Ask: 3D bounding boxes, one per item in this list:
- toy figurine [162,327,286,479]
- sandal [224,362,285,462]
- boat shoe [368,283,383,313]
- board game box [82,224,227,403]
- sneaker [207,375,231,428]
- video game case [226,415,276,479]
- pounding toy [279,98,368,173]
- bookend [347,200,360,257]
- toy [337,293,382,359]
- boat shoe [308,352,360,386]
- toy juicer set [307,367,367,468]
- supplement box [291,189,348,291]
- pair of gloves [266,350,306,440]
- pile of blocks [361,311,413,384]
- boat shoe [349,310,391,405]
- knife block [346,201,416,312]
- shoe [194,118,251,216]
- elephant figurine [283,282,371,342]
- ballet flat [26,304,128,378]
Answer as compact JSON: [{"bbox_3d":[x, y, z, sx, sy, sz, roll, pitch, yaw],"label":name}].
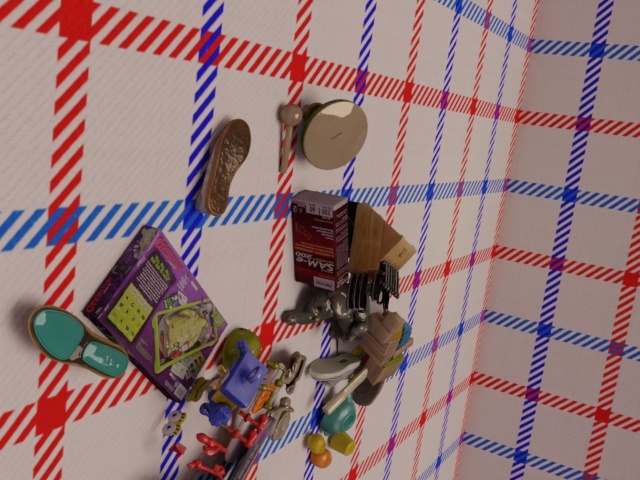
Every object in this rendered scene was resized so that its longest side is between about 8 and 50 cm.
[{"bbox_3d":[-0.152,0.312,1.526,0.217,0.191,0.362,-45,-172,44],"label":"toy figurine"},{"bbox_3d":[-0.177,0.403,1.732,0.265,0.076,0.102,-59,159,-16],"label":"sandal"},{"bbox_3d":[0.179,0.137,2.254,0.096,0.098,0.277,-11,120,-60],"label":"boat shoe"},{"bbox_3d":[-0.312,0.155,1.421,0.208,0.056,0.347,-57,146,-26],"label":"board game box"},{"bbox_3d":[-0.219,0.373,1.670,0.070,0.051,0.134,-38,129,-42],"label":"sneaker"},{"bbox_3d":[-0.200,0.559,1.666,0.196,0.026,0.274,-59,178,41],"label":"video game case"},{"bbox_3d":[-0.009,-0.274,1.761,0.236,0.110,0.183,-11,126,-29],"label":"pounding toy"},{"bbox_3d":[0.069,-0.055,1.993,0.157,0.072,0.156,-67,150,-20],"label":"bookend"},{"bbox_3d":[0.111,0.261,2.192,0.136,0.056,0.237,-11,122,-21],"label":"toy"},{"bbox_3d":[0.040,0.394,2.116,0.227,0.079,0.081,-3,115,-55],"label":"boat shoe"},{"bbox_3d":[0.031,0.544,2.171,0.209,0.089,0.329,-20,128,-43],"label":"toy juicer set"},{"bbox_3d":[0.000,0.000,1.831,0.073,0.130,0.240,-36,131,-50],"label":"supplement box"},{"bbox_3d":[-0.086,0.411,1.882,0.204,0.042,0.240,64,45,-73],"label":"pair of gloves"},{"bbox_3d":[0.190,0.288,2.129,0.149,0.112,0.362,-31,151,-24],"label":"pile of blocks"},{"bbox_3d":[0.187,0.384,2.342,0.116,0.123,0.324,25,81,-64],"label":"boat shoe"},{"bbox_3d":[0.124,0.060,1.924,0.242,0.276,0.088,-45,137,4],"label":"knife block"},{"bbox_3d":[-0.206,-0.154,1.482,0.076,0.058,0.219,31,69,-40],"label":"shoe"},{"bbox_3d":[0.028,0.169,1.948,0.239,0.169,0.186,40,36,-42],"label":"elephant figurine"},{"bbox_3d":[-0.421,0.173,1.206,0.080,0.073,0.232,-61,142,-20],"label":"ballet flat"}]
